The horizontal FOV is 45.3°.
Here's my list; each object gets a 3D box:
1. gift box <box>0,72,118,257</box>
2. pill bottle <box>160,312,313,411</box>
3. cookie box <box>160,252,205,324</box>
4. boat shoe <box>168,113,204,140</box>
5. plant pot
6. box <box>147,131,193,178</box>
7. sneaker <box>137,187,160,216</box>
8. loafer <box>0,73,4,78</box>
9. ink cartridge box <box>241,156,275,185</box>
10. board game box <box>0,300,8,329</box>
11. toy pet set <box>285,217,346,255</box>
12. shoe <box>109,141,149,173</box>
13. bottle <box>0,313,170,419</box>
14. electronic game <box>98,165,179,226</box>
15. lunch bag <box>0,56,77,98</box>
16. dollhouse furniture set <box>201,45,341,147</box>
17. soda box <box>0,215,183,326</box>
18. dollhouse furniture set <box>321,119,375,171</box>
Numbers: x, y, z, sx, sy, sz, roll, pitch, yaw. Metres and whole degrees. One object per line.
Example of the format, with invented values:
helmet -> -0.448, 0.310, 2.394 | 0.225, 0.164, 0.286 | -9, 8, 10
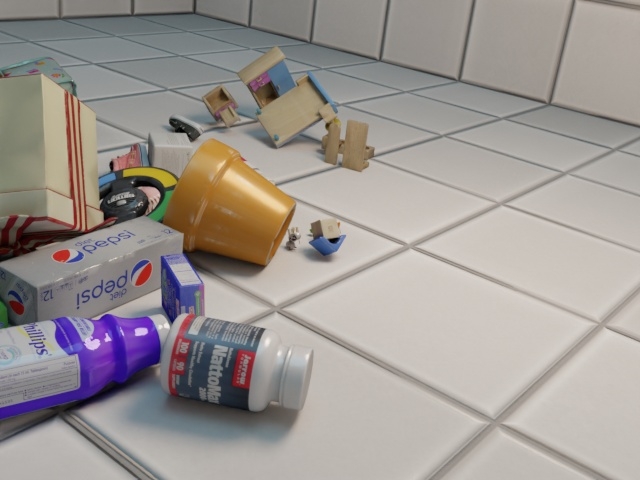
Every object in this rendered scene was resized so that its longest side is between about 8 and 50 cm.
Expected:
gift box -> -0.475, -0.102, 1.205 | 0.276, 0.258, 0.255 | -4, -6, 9
pill bottle -> -0.104, 0.161, 0.985 | 0.180, 0.108, 0.108 | 9, 24, 6
cookie box -> -0.208, 0.083, 1.154 | 0.040, 0.092, 0.107 | -8, 29, -24
boat shoe -> -0.366, -0.300, 2.035 | 0.142, 0.049, 0.040 | 23, 67, 43
plant pot -> -0.153, -0.051, 1.372 | 0.188, 0.205, 0.205 | 26, 25, 2
box -> -0.335, -0.178, 1.697 | 0.087, 0.102, 0.101 | 0, 25, -20
sneaker -> -0.337, -0.078, 1.529 | 0.070, 0.051, 0.134 | 0, 20, -3
loafer -> -0.708, -0.319, 1.588 | 0.133, 0.130, 0.366 | -36, 20, -14
ink cartridge box -> -0.157, -0.093, 1.543 | 0.063, 0.109, 0.150 | -7, 27, -31
board game box -> -0.624, 0.074, 1.116 | 0.213, 0.046, 0.317 | -16, 33, -40
toy pet set -> 0.000, 0.000, 1.469 | 0.122, 0.065, 0.114 | -7, -8, -35
shoe -> -0.430, -0.174, 1.707 | 0.081, 0.064, 0.178 | 3, 28, -20
bottle -> -0.328, 0.151, 0.964 | 0.282, 0.092, 0.118 | -9, 27, -32
electronic game -> -0.365, -0.066, 1.422 | 0.229, 0.048, 0.229 | -6, 40, 5
lunch bag -> -0.751, -0.344, 1.896 | 0.262, 0.160, 0.223 | -18, 36, -24
dollhouse furniture set -> -0.115, -0.328, 2.132 | 0.286, 0.198, 0.303 | -35, 61, -1
soda box -> -0.349, 0.049, 1.190 | 0.098, 0.091, 0.286 | 22, 28, 28
dollhouse furniture set -> 0.079, -0.271, 1.994 | 0.144, 0.123, 0.151 | 17, 26, 21
